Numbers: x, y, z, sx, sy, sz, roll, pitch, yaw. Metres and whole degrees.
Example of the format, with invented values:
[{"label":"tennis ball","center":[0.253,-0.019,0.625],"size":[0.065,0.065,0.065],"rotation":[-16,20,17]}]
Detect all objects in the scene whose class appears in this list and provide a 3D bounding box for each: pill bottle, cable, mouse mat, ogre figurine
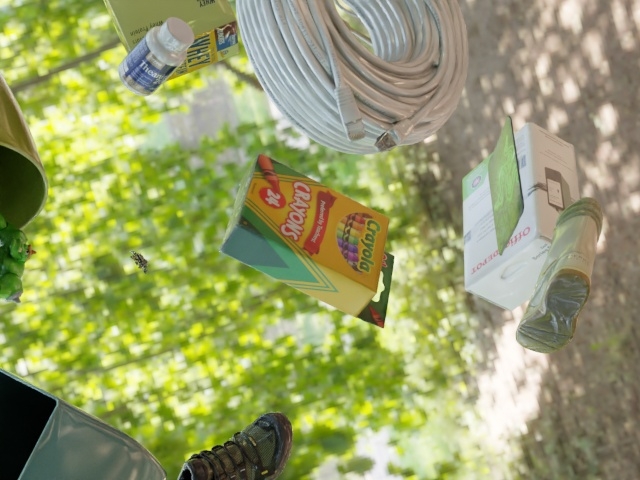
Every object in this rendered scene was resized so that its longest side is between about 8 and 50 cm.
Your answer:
[{"label":"pill bottle","center":[-0.238,-0.270,1.722],"size":[0.067,0.120,0.067],"rotation":[28,-139,-28]},{"label":"cable","center":[0.036,-0.208,1.130],"size":[0.089,0.257,0.257],"rotation":[-27,89,44]},{"label":"mouse mat","center":[0.269,-0.077,1.723],"size":[0.190,0.007,0.153],"rotation":[98,169,-68]},{"label":"ogre figurine","center":[-0.504,0.020,1.796],"size":[0.118,0.097,0.197],"rotation":[28,-162,-33]}]

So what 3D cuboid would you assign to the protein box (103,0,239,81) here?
[{"label":"protein box","center":[-0.277,-0.418,2.149],"size":[0.136,0.199,0.201],"rotation":[94,152,-73]}]

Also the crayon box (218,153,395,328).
[{"label":"crayon box","center":[0.000,0.000,2.043],"size":[0.081,0.318,0.202],"rotation":[-54,16,39]}]

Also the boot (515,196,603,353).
[{"label":"boot","center":[0.350,0.054,1.711],"size":[0.213,0.077,0.165],"rotation":[104,-175,-52]}]

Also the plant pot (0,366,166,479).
[{"label":"plant pot","center":[-0.287,0.250,1.249],"size":[0.165,0.166,0.234],"rotation":[18,167,38]}]

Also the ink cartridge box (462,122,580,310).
[{"label":"ink cartridge box","center":[0.358,-0.041,2.108],"size":[0.198,0.114,0.273],"rotation":[-42,32,41]}]

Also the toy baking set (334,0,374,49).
[{"label":"toy baking set","center":[0.122,-0.359,1.960],"size":[0.256,0.030,0.197],"rotation":[2,145,50]}]

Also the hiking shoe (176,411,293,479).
[{"label":"hiking shoe","center":[-0.134,0.325,1.650],"size":[0.086,0.227,0.114],"rotation":[46,-177,26]}]

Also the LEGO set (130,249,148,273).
[{"label":"LEGO set","center":[-0.359,0.041,2.368],"size":[0.054,0.023,0.083],"rotation":[54,177,-15]}]

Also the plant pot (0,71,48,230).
[{"label":"plant pot","center":[-0.581,-0.182,1.843],"size":[0.275,0.274,0.294],"rotation":[80,174,-57]}]
